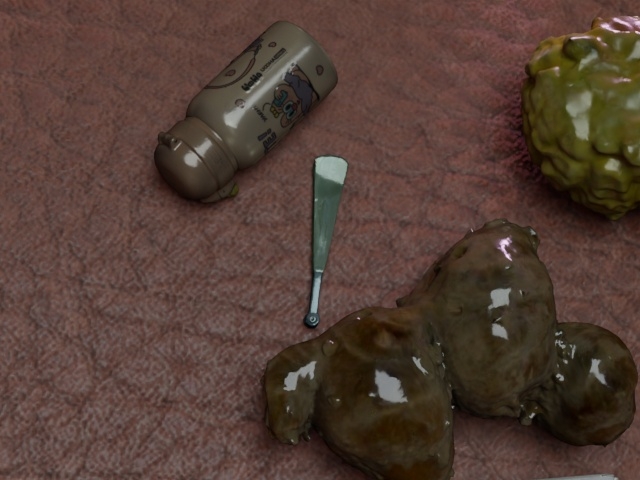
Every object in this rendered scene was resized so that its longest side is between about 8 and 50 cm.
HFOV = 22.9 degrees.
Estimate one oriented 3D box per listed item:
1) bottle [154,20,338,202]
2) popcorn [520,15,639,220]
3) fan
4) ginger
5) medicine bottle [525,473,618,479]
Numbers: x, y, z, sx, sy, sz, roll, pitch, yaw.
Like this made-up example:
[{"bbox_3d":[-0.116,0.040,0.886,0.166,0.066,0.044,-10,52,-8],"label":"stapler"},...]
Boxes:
[{"bbox_3d":[-0.081,-0.127,1.671,0.209,0.097,0.110,-45,128,-16],"label":"bottle"},{"bbox_3d":[0.335,-0.143,1.673,0.249,0.225,0.249,1,74,-3],"label":"popcorn"},{"bbox_3d":[0.000,0.000,1.686,0.038,0.016,0.193,9,72,-4],"label":"fan"},{"bbox_3d":[0.123,0.129,1.588,0.375,0.176,0.256,-18,84,-12],"label":"ginger"},{"bbox_3d":[0.215,0.330,1.608,0.201,0.052,0.171,-3,74,-12],"label":"medicine bottle"}]
